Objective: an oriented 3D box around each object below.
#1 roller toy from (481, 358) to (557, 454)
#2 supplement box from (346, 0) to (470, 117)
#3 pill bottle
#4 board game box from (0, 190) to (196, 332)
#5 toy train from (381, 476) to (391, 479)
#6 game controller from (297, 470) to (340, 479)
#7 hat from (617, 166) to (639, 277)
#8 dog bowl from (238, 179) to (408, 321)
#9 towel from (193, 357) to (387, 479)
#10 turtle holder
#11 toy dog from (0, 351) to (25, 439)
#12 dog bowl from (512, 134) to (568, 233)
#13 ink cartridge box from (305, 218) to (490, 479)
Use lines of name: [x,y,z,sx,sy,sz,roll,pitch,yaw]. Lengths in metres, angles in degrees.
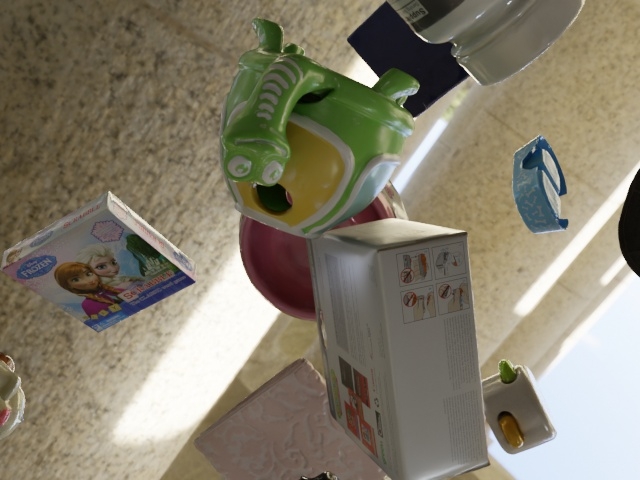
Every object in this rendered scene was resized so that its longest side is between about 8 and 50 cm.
roller toy: [0.470,0.413,1.738,0.191,0.146,0.209,46,-158,-47]
supplement box: [0.240,-0.423,1.344,0.195,0.194,0.356,47,-135,-10]
pill bottle: [0.147,-0.380,0.889,0.361,0.204,0.204,43,-164,-15]
board game box: [-0.515,0.063,1.701,0.318,0.318,0.066,46,-157,-42]
toy train: [0.065,0.686,1.661,0.142,0.334,0.190,47,179,-16]
game controller: [-0.021,0.467,1.206,0.067,0.166,0.319,38,167,22]
hat: [0.740,-0.050,1.424,0.331,0.331,0.134,36,-170,3]
dog bowl: [0.000,0.000,1.626,0.408,0.408,0.150,36,-170,1]
towel: [-0.059,0.466,1.584,0.332,0.317,0.053,52,-171,-12]
turtle holder: [-0.008,-0.120,0.884,0.243,0.228,0.320,20,-173,-16]
toy dog: [-0.803,0.322,1.481,0.395,0.285,0.408,-1,157,27]
dog bowl: [0.525,-0.130,1.725,0.166,0.074,0.297,52,-147,-24]
ink cartridge box: [0.095,0.133,0.994,0.130,0.310,0.272,-11,-170,-19]
